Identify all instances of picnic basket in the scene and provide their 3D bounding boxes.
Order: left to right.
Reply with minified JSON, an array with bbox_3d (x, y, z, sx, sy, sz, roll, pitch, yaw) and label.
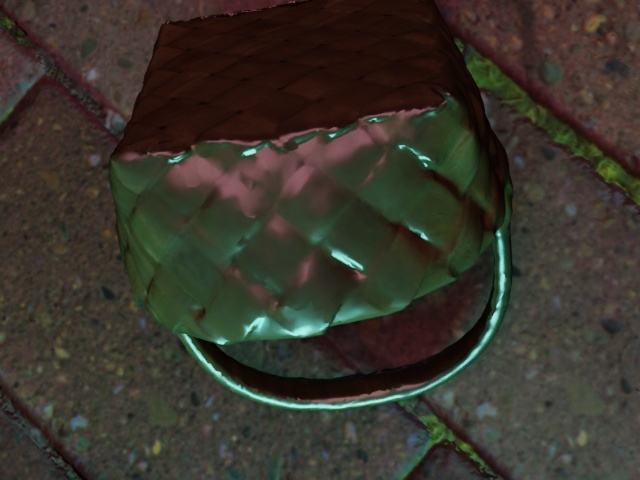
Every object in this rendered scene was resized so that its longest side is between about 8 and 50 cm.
[{"bbox_3d":[0.000,0.000,0.833,0.293,0.337,0.337,-10,79,6],"label":"picnic basket"}]
